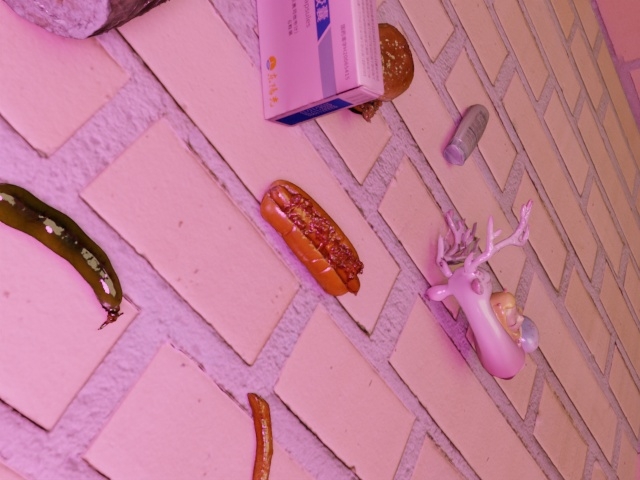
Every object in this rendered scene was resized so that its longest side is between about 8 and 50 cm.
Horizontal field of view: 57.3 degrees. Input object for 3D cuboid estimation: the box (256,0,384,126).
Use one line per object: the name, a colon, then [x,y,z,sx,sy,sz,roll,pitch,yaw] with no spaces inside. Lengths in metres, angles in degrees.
box: [-0.011,-0.373,0.933,0.065,0.200,0.342,2,82,-50]

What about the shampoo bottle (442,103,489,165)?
shampoo bottle: [0.355,-0.258,1.414,0.212,0.049,0.072,-51,122,-40]

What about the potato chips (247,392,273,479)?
potato chips: [-0.090,0.326,0.852,0.037,0.026,0.203,10,77,-42]

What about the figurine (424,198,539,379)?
figurine: [0.355,0.089,1.268,0.284,0.207,0.315,-52,126,-32]

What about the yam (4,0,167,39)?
yam: [-0.244,-0.371,0.698,0.271,0.203,0.201,-59,139,-37]

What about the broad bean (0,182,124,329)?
broad bean: [-0.299,0.008,0.675,0.069,0.039,0.226,-52,121,-32]

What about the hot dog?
hot dog: [0.000,0.000,0.968,0.249,0.076,0.102,52,46,-26]

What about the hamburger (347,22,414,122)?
hamburger: [0.092,-0.307,1.082,0.159,0.131,0.184,8,81,-42]
